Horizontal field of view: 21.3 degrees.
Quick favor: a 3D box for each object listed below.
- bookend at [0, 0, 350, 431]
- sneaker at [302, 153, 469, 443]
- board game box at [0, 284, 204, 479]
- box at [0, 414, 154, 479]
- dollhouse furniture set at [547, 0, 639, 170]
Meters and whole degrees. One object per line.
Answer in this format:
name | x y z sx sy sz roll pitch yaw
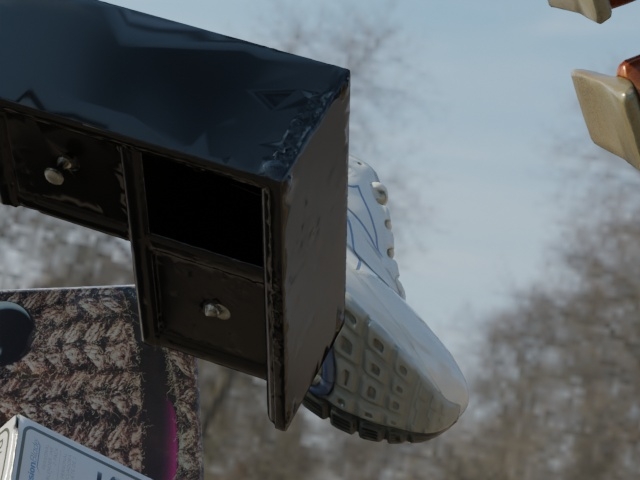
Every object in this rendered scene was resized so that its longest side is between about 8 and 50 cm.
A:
bookend | -0.072 -0.014 0.733 0.157 0.072 0.156 18 -41 15
sneaker | 0.000 0.000 1.043 0.129 0.297 0.111 -22 -35 -31
board game box | -0.243 0.152 1.230 0.291 0.232 0.141 -2 -3 -36
box | -0.115 0.255 1.124 0.290 0.169 0.087 31 -51 -29
dollhouse furniture set | 0.225 -0.189 0.837 0.262 0.259 0.135 -22 15 -5
